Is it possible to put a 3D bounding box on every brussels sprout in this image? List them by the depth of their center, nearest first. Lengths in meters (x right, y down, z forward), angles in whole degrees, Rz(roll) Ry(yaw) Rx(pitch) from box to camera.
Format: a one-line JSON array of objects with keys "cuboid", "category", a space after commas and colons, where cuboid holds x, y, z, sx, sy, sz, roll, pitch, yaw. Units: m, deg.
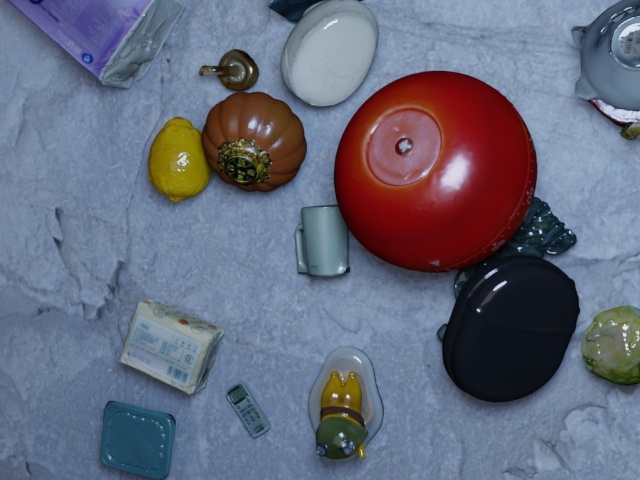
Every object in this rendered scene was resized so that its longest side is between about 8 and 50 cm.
[{"cuboid": [0.584, 0.205, 1.484, 0.151, 0.122, 0.149, 29, 93, 47], "category": "brussels sprout"}]

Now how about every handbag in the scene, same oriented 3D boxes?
[{"cuboid": [0.367, 0.173, 1.493, 0.253, 0.093, 0.308, 8, 112, -16], "category": "handbag"}, {"cuboid": [0.012, -0.513, 1.576, 0.229, 0.179, 0.062, -15, 89, 17], "category": "handbag"}]

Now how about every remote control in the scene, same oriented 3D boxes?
[{"cuboid": [-0.161, 0.377, 1.743, 0.053, 0.018, 0.124, -34, 84, 13], "category": "remote control"}]

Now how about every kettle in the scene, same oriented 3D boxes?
[{"cuboid": [0.000, 0.001, 1.644, 0.126, 0.098, 0.148, -2, 95, 10], "category": "kettle"}]

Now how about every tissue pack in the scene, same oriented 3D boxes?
[{"cuboid": [-0.495, -0.528, 1.722, 0.338, 0.160, 0.242, 41, 103, 9], "category": "tissue pack"}, {"cuboid": [-0.331, 0.234, 1.745, 0.196, 0.092, 0.148, 22, 98, 12], "category": "tissue pack"}]

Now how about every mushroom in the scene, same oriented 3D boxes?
[{"cuboid": [-0.200, -0.369, 1.688, 0.129, 0.073, 0.088, -1, 109, -18], "category": "mushroom"}]

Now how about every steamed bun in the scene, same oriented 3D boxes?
[{"cuboid": [0.016, -0.390, 1.594, 0.177, 0.131, 0.228, 21, 116, -28], "category": "steamed bun"}]

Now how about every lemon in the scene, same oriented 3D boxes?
[{"cuboid": [-0.302, -0.176, 1.696, 0.142, 0.142, 0.187, -1, 88, 15], "category": "lemon"}]

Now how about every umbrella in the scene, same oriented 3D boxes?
[{"cuboid": [0.352, 0.075, 1.553, 0.143, 0.094, 0.349, 41, 104, 14], "category": "umbrella"}]

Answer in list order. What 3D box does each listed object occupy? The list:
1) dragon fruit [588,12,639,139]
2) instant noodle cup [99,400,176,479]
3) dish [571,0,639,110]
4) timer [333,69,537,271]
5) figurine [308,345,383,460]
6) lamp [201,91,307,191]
[{"cuboid": [0.605, -0.320, 1.452, 0.210, 0.147, 0.282, 8, 91, 24], "category": "dragon fruit"}, {"cuboid": [-0.409, 0.450, 1.787, 0.179, 0.070, 0.157, 10, 96, 14], "category": "instant noodle cup"}, {"cuboid": [0.541, -0.340, 1.355, 0.228, 0.086, 0.236, 38, 104, 20], "category": "dish"}, {"cuboid": [0.207, -0.129, 1.460, 0.377, 0.279, 0.378, -9, 73, 31], "category": "timer"}, {"cuboid": [0.036, 0.355, 1.626, 0.166, 0.141, 0.250, -2, 92, 17], "category": "figurine"}, {"cuboid": [-0.137, -0.202, 1.619, 0.223, 0.197, 0.223, 8, 132, 9], "category": "lamp"}]
